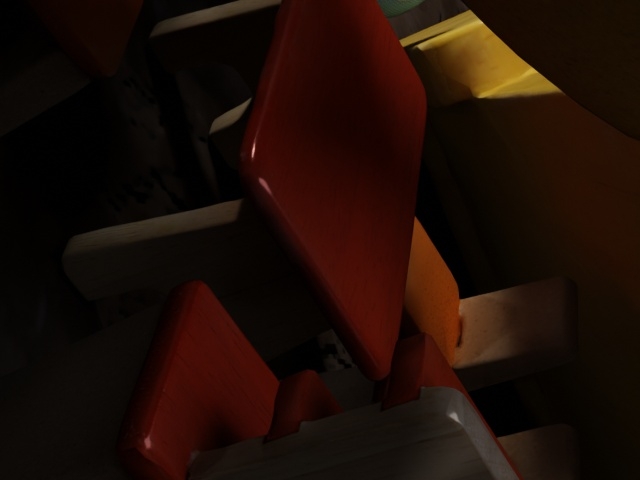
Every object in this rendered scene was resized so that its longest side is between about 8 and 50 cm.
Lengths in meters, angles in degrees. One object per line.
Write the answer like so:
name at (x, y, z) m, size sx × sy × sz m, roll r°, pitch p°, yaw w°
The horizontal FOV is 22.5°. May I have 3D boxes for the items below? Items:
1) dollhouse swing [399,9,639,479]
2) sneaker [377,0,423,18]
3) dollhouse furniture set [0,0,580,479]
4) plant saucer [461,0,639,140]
dollhouse swing at (0.223, 0.029, 0.668) m, size 0.315 × 0.305 × 0.347 m, roll -26°, pitch 98°, yaw -23°
sneaker at (-0.021, -0.149, 0.584) m, size 0.237 × 0.086 × 0.085 m, roll 27°, pitch 49°, yaw -57°
dollhouse furniture set at (0.000, 0.000, 0.445) m, size 0.262 × 0.135 × 0.259 m, roll 56°, pitch 27°, yaw -30°
plant saucer at (0.054, -0.222, 0.357) m, size 0.333 × 0.081 × 0.333 m, roll 66°, pitch 27°, yaw -77°
